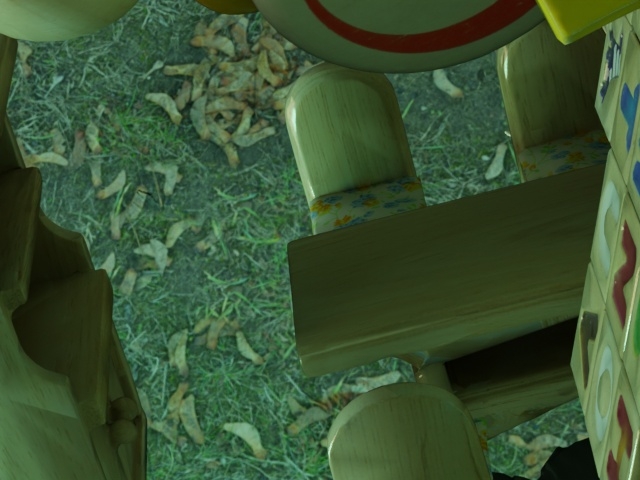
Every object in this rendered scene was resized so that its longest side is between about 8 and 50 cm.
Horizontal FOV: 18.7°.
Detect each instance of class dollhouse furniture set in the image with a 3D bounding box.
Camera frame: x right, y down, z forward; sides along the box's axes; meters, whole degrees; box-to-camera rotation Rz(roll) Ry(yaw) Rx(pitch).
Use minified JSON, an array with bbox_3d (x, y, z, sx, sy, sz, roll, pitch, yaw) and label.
[{"bbox_3d":[0.000,0.000,0.983,0.362,0.394,0.256,-97,-8,-61],"label":"dollhouse furniture set"}]

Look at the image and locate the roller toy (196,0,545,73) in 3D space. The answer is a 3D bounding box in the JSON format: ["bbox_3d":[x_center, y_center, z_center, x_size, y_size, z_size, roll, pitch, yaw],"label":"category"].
[{"bbox_3d":[0.041,-0.185,0.962,0.191,0.209,0.146,-59,33,37],"label":"roller toy"}]

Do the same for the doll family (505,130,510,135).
[{"bbox_3d":[0.188,-0.036,1.452,0.163,0.118,0.263,-92,2,-55],"label":"doll family"}]

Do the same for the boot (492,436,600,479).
[{"bbox_3d":[0.098,0.301,0.876,0.146,0.367,0.445,106,150,-45],"label":"boot"}]

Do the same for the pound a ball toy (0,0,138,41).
[{"bbox_3d":[-0.019,-0.202,0.315,0.136,0.208,0.319,-94,-15,-73],"label":"pound a ball toy"}]

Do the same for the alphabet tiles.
[{"bbox_3d":[0.098,-0.045,0.552,0.198,0.009,0.237,-89,6,-68],"label":"alphabet tiles"}]

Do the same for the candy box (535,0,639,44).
[{"bbox_3d":[0.073,-0.101,0.390,0.027,0.105,0.206,57,-171,-21],"label":"candy box"}]
